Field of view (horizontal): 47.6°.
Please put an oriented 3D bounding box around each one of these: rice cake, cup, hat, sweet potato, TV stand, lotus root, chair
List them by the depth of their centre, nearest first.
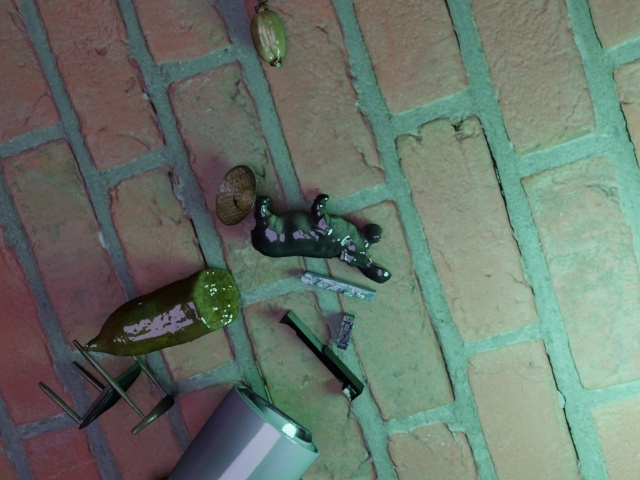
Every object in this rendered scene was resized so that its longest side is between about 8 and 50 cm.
[{"bbox_3d":[-0.117,-0.458,1.610,0.073,0.062,0.150,-13,98,3],"label":"lotus root"},{"bbox_3d":[-0.198,0.532,1.662,0.253,0.253,0.371,39,86,0],"label":"cup"},{"bbox_3d":[-0.174,-0.097,1.688,0.146,0.067,0.146,-15,67,41],"label":"hat"},{"bbox_3d":[0.042,0.107,1.698,0.180,0.042,0.030,15,105,7],"label":"rice cake"},{"bbox_3d":[-0.373,0.184,1.709,0.369,0.158,0.158,-20,97,1],"label":"sweet potato"},{"bbox_3d":[0.002,0.274,1.731,0.040,0.049,0.256,-42,92,14],"label":"TV stand"},{"bbox_3d":[-0.507,0.365,1.761,0.272,0.188,0.166,42,104,3],"label":"chair"}]

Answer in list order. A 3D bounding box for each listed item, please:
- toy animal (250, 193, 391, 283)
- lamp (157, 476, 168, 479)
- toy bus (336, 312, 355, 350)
[{"bbox_3d":[0.009,-0.015,1.651,0.343,0.106,0.168,14,101,3],"label":"toy animal"},{"bbox_3d":[-0.385,0.686,1.812,0.187,0.164,0.188,-1,94,-16],"label":"lamp"},{"bbox_3d":[0.060,0.216,1.717,0.031,0.037,0.083,15,103,5],"label":"toy bus"}]
